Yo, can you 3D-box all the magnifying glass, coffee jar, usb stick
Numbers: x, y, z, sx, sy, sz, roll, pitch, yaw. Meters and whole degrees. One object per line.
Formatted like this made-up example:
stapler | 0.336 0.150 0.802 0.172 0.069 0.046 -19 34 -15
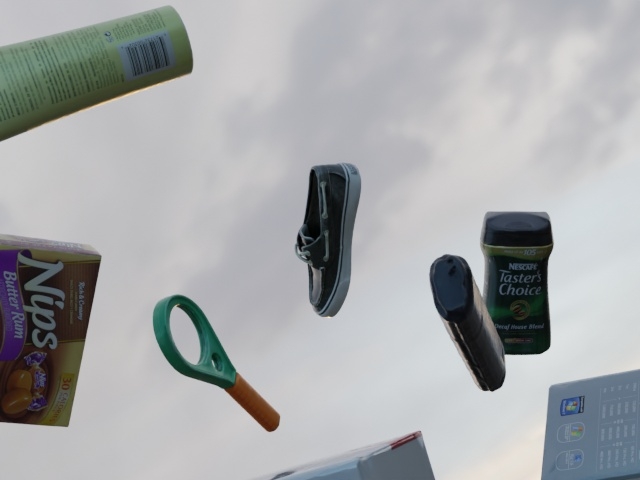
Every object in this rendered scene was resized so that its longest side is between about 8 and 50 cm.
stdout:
magnifying glass | -0.118 0.148 1.797 0.026 0.092 0.231 -21 -50 24
coffee jar | 0.252 0.052 1.994 0.096 0.184 0.079 0 15 4
usb stick | 0.161 0.093 1.652 0.045 0.077 0.278 -14 -25 8

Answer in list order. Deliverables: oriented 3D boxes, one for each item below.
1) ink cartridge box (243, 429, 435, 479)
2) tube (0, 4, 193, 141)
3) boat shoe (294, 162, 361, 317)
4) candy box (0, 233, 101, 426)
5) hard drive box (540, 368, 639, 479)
ink cartridge box | -0.039 0.280 1.476 0.273 0.114 0.197 -18 -6 20
tube | -0.224 -0.131 1.248 0.240 0.070 0.062 -20 -51 -19
boat shoe | 0.000 0.000 2.073 0.070 0.078 0.219 -3 -70 -27
candy box | -0.295 0.092 1.572 0.109 0.053 0.186 9 -79 -25
hard drive box | 0.289 0.161 1.030 0.232 0.089 0.181 -15 -49 28
